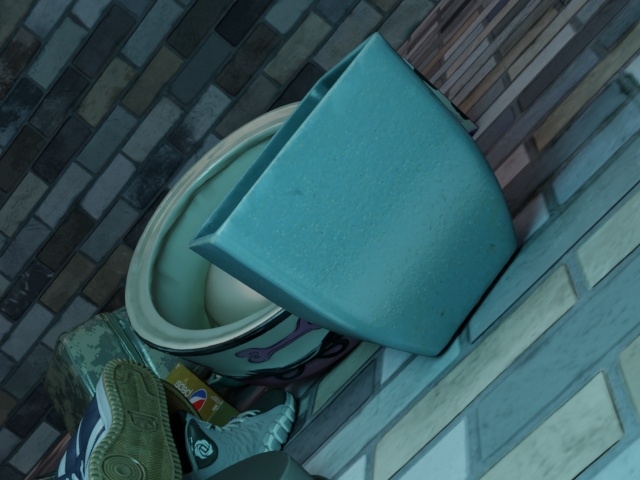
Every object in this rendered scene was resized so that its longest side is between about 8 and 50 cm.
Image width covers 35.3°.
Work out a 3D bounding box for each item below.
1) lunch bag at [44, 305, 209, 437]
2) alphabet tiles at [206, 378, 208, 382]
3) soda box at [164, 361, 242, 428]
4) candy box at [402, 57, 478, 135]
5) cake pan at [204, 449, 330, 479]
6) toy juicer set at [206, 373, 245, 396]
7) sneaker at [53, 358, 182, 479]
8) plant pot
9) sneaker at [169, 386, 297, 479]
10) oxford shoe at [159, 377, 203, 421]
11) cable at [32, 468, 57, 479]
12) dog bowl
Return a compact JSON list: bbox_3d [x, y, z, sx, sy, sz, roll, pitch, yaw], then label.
[{"bbox_3d":[-0.312,0.232,1.740,0.256,0.212,0.305,-29,-15,-29],"label":"lunch bag"},{"bbox_3d":[-0.320,0.384,1.965,0.278,0.021,0.284,-41,13,36],"label":"alphabet tiles"},{"bbox_3d":[-0.181,0.248,1.518,0.061,0.058,0.181,-53,30,-8],"label":"soda box"},{"bbox_3d":[0.141,-0.200,1.606,0.071,0.159,0.233,-50,9,-5],"label":"candy box"},{"bbox_3d":[-0.121,0.299,0.962,0.293,0.054,0.293,-33,5,3],"label":"cake pan"},{"bbox_3d":[-0.118,0.162,1.649,0.329,0.089,0.209,-45,11,34],"label":"toy juicer set"},{"bbox_3d":[-0.227,0.266,1.094,0.153,0.099,0.282,-61,21,20],"label":"sneaker"},{"bbox_3d":[0.048,-0.017,1.028,0.247,0.252,0.248,-53,10,-9],"label":"plant pot"},{"bbox_3d":[-0.114,0.229,1.222,0.086,0.132,0.228,-45,11,32],"label":"sneaker"},{"bbox_3d":[-0.177,0.266,1.238,0.076,0.212,0.076,-17,20,9],"label":"oxford shoe"},{"bbox_3d":[-0.308,0.332,1.592,0.287,0.072,0.139,-10,8,8],"label":"cable"},{"bbox_3d":[-0.057,0.012,1.334,0.408,0.150,0.408,-26,40,24],"label":"dog bowl"}]
